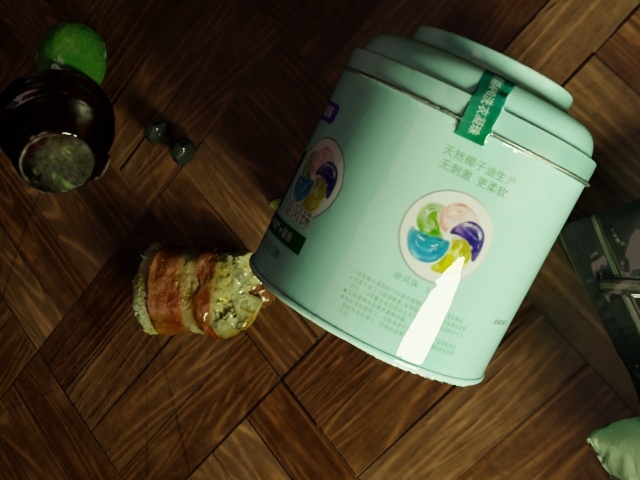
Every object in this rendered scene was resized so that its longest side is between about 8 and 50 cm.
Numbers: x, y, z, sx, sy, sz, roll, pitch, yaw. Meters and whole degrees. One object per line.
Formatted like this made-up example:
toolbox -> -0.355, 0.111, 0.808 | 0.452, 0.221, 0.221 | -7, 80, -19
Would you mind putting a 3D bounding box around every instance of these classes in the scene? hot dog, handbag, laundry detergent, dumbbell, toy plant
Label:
hot dog -> -0.164, 0.070, 1.186 | 0.213, 0.103, 0.146 | 8, 73, 20
handbag -> 0.386, 0.061, 0.879 | 0.211, 0.089, 0.254 | -27, 84, 18
laundry detergent -> 0.115, -0.050, 0.908 | 0.287, 0.287, 0.305 | 30, 99, 25
dumbbell -> -0.219, -0.144, 1.243 | 0.083, 0.040, 0.036 | 37, 76, 23
toy plant -> -0.393, -0.197, 1.276 | 0.218, 0.175, 0.235 | -45, 45, 28

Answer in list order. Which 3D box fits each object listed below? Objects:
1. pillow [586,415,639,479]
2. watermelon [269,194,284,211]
pillow -> 0.443, 0.254, 0.768 | 0.310, 0.138, 0.283 | -24, 69, 13
watermelon -> -0.003, -0.001, 1.103 | 0.092, 0.075, 0.181 | -41, 73, 27
